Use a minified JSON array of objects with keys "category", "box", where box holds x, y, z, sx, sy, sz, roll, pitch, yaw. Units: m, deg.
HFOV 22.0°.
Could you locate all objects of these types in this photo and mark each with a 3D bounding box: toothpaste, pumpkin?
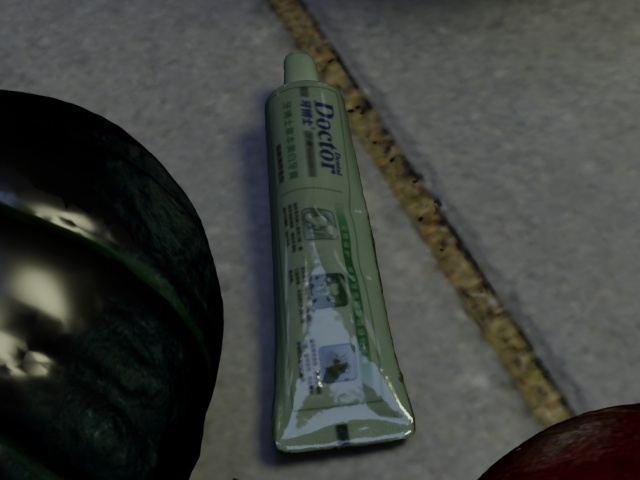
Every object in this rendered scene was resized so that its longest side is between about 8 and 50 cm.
[{"category":"toothpaste","box":[0.000,0.000,0.783,0.064,0.041,0.218,-6,59,-2]},{"category":"pumpkin","box":[-0.124,0.077,0.659,0.248,0.248,0.248,-4,55,6]}]

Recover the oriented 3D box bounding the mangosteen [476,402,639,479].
[{"category":"mangosteen","box":[0.087,0.166,0.562,0.257,0.215,0.215,-10,52,28]}]
